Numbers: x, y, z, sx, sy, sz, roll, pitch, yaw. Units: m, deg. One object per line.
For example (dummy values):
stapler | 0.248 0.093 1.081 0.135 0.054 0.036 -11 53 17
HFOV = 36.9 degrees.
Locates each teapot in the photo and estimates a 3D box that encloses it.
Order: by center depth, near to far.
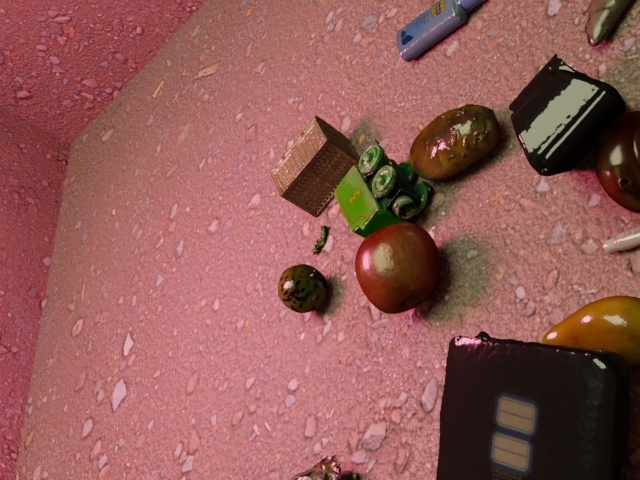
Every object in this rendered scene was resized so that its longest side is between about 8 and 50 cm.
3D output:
teapot | 0.563 -0.146 1.588 0.252 0.178 0.135 -35 1 -23

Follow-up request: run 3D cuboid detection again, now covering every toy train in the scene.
toy train | 0.136 -0.101 2.182 0.188 0.132 0.243 -54 30 19

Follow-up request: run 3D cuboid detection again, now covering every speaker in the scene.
speaker | 0.419 -0.237 1.712 0.184 0.388 0.180 44 107 11

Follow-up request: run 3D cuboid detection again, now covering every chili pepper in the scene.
chili pepper | 0.000 0.000 2.390 0.027 0.022 0.083 16 76 23

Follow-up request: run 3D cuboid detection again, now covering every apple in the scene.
apple | 0.163 0.055 1.985 0.181 0.181 0.168 -42 59 27

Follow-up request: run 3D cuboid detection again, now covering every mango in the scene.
mango | 0.456 0.154 1.532 0.227 0.136 0.099 -27 37 52

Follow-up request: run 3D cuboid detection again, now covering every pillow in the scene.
pillow | 0.590 -0.500 1.929 0.241 0.051 0.093 -60 37 4

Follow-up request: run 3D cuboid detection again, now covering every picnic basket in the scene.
picnic basket | -0.016 -0.195 2.458 0.196 0.134 0.154 -50 33 18

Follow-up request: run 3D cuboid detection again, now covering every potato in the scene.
potato | 0.281 -0.212 2.076 0.251 0.113 0.149 -18 55 45

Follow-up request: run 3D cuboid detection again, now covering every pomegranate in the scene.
pomegranate | -0.049 0.123 2.282 0.161 0.122 0.122 124 157 -55

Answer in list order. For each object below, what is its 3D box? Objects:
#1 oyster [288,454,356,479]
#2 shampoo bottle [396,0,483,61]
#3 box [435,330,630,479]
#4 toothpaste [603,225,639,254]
oyster | -0.061 0.583 1.922 0.351 0.158 0.162 -42 0 5
shampoo bottle | 0.298 -0.546 2.360 0.258 0.061 0.104 -32 43 37
box | 0.333 0.332 1.538 0.359 0.091 0.350 2 88 54
toothpaste | 0.566 -0.019 1.614 0.190 0.031 0.048 -25 44 38
